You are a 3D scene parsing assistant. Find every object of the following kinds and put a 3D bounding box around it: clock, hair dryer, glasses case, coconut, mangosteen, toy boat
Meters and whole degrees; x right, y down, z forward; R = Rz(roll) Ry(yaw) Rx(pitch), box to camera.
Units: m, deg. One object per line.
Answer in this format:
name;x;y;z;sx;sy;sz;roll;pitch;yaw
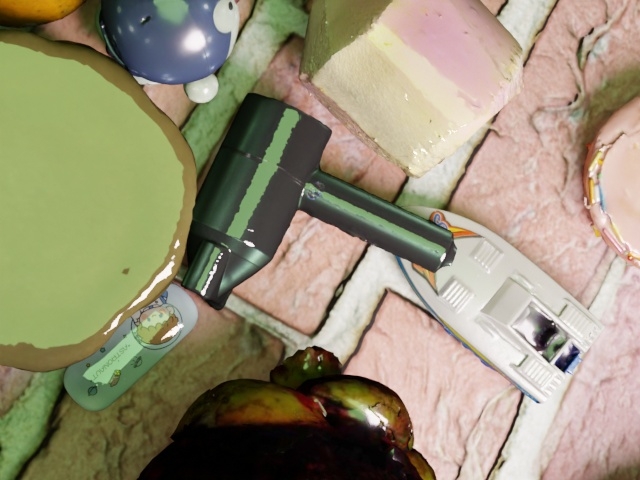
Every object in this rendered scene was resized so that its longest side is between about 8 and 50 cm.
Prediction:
clock;-0.171;-0.242;1.839;0.147;0.243;0.199;-26;96;-11
hair dryer;0.000;0.000;1.919;0.303;0.116;0.244;24;86;-1
glasses case;-0.218;0.122;1.917;0.178;0.045;0.067;-43;97;-10
coconut;0.090;-0.210;1.908;0.233;0.233;0.245;-43;90;-10
mangosteen;-0.036;0.339;1.809;0.381;0.421;0.381;4;125;6
toy boat;0.193;0.060;1.983;0.295;0.088;0.129;41;81;-4

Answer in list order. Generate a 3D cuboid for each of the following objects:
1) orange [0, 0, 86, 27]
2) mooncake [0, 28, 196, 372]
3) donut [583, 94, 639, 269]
orange;-0.328;-0.345;1.831;0.240;0.171;0.240;-6;71;18
mooncake;-0.329;-0.043;1.831;0.379;0.201;0.378;0;91;-8
donut;0.412;-0.059;2.033;0.199;0.085;0.232;-32;95;-11
